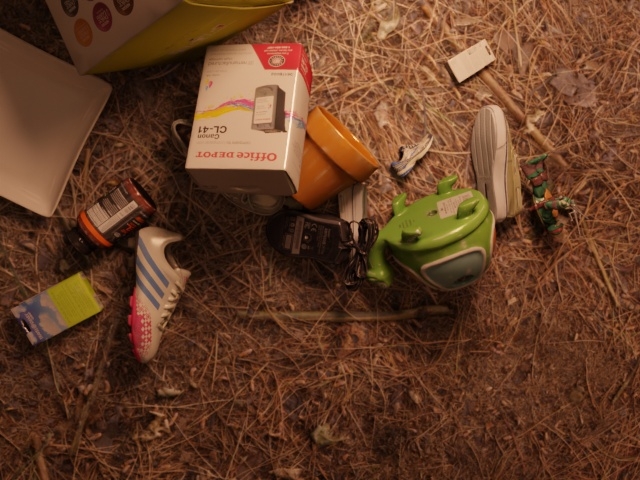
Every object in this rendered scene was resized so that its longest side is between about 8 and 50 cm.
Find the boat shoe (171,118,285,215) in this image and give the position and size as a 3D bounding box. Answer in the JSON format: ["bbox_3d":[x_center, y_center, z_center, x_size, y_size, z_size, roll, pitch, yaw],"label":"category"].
[{"bbox_3d":[-0.221,-0.172,1.392,0.320,0.103,0.118,41,89,-9],"label":"boat shoe"}]

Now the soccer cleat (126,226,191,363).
[{"bbox_3d":[-0.384,0.133,1.396,0.143,0.116,0.331,0,96,-7],"label":"soccer cleat"}]

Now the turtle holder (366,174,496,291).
[{"bbox_3d":[0.274,0.016,1.414,0.320,0.243,0.227,-34,116,-12],"label":"turtle holder"}]

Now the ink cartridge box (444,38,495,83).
[{"bbox_3d":[0.380,-0.455,1.482,0.115,0.029,0.063,-33,99,-4],"label":"ink cartridge box"}]

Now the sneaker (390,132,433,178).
[{"bbox_3d":[0.231,-0.224,1.476,0.058,0.052,0.135,41,89,-6],"label":"sneaker"}]

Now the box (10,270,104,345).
[{"bbox_3d":[-0.630,0.163,1.403,0.178,0.042,0.109,-28,98,-4],"label":"box"}]

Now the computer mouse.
[{"bbox_3d":[0.000,0.000,1.435,0.272,0.072,0.188,17,106,10],"label":"computer mouse"}]

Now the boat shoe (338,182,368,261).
[{"bbox_3d":[0.079,-0.032,1.471,0.076,0.083,0.226,3,97,20],"label":"boat shoe"}]

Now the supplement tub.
[{"bbox_3d":[-0.491,-0.051,1.369,0.198,0.106,0.106,-38,99,-2],"label":"supplement tub"}]

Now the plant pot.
[{"bbox_3d":[0.002,-0.181,1.387,0.205,0.205,0.188,43,105,-10],"label":"plant pot"}]

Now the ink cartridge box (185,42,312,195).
[{"bbox_3d":[-0.149,-0.265,1.271,0.226,0.131,0.306,2,71,10],"label":"ink cartridge box"}]

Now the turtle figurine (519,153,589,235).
[{"bbox_3d":[0.591,-0.101,1.493,0.118,0.175,0.234,-25,89,20],"label":"turtle figurine"}]

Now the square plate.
[{"bbox_3d":[-0.707,-0.279,1.343,0.344,0.049,0.347,26,92,-10],"label":"square plate"}]

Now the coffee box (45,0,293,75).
[{"bbox_3d":[-0.321,-0.558,1.158,0.338,0.338,0.334,-16,100,36],"label":"coffee box"}]

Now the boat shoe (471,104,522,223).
[{"bbox_3d":[0.455,-0.196,1.494,0.094,0.109,0.302,-13,107,-22],"label":"boat shoe"}]
